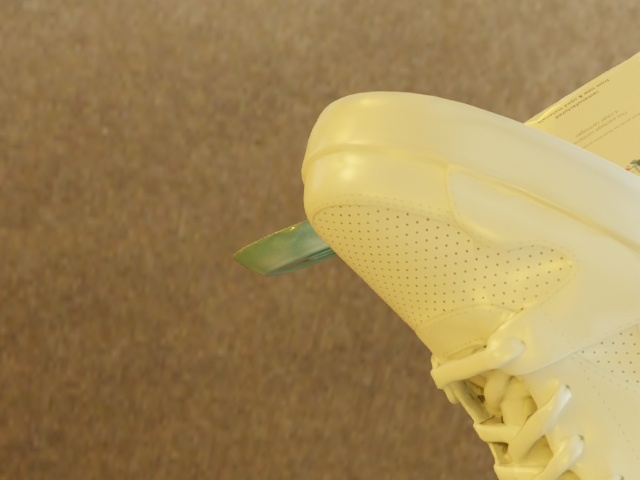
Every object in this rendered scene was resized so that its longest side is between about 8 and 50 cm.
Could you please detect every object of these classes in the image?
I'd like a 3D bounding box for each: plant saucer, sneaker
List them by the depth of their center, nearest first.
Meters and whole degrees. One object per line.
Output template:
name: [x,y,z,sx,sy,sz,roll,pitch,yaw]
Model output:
sneaker: [0.094,0.086,0.664,0.292,0.108,0.169,33,66,-10]
plant saucer: [0.000,0.000,1.324,0.119,0.119,0.021,-17,84,-26]

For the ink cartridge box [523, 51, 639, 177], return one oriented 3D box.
ink cartridge box: [0.255,0.010,1.426,0.168,0.171,0.232,-32,42,-4]
